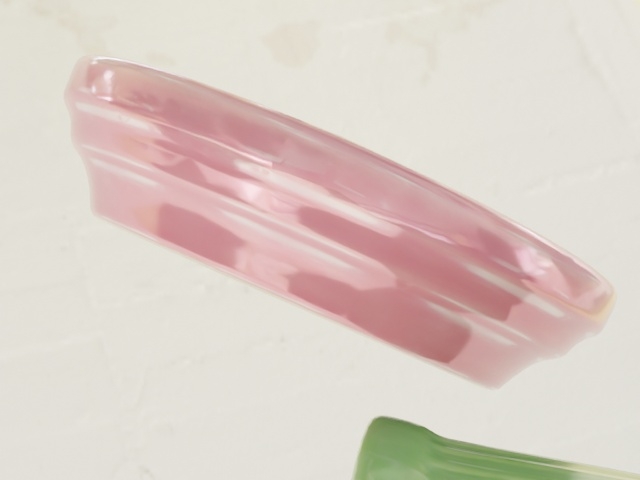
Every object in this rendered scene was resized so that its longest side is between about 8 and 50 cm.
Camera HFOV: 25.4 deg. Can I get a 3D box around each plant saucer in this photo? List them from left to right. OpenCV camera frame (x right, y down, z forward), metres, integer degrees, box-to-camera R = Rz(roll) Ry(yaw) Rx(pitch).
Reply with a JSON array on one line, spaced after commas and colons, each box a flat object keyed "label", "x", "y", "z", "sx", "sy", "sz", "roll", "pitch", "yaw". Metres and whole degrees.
[{"label": "plant saucer", "x": 0.000, "y": 0.000, "z": 0.810, "sx": 0.332, "sy": 0.332, "sz": 0.084, "roll": 24, "pitch": -92, "yaw": 18}]

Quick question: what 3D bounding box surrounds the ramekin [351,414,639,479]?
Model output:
[{"label": "ramekin", "x": 0.082, "y": 0.236, "z": 0.632, "sx": 0.148, "sy": 0.303, "sz": 0.303, "roll": 4, "pitch": -134, "yaw": 7}]
